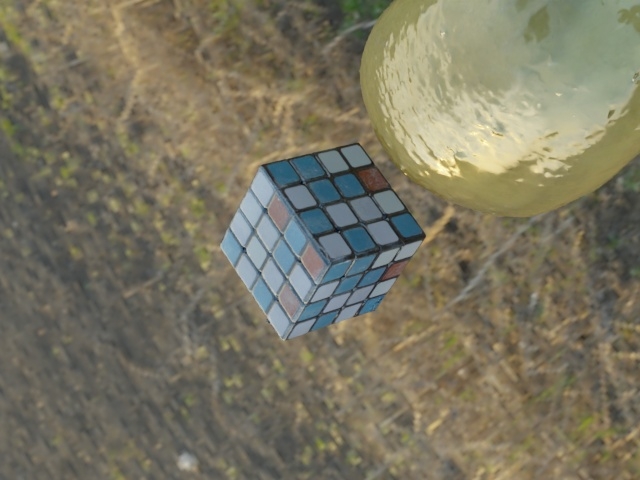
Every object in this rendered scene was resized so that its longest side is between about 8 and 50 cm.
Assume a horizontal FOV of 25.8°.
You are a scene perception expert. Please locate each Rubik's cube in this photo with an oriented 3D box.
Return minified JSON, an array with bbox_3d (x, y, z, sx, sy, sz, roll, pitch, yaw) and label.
[{"bbox_3d":[0.000,0.000,0.987,0.092,0.092,0.092,56,140,23],"label":"Rubik's cube"}]

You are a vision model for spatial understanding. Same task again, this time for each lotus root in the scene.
[{"bbox_3d":[0.103,-0.087,0.731,0.146,0.131,0.303,49,162,-1],"label":"lotus root"}]
